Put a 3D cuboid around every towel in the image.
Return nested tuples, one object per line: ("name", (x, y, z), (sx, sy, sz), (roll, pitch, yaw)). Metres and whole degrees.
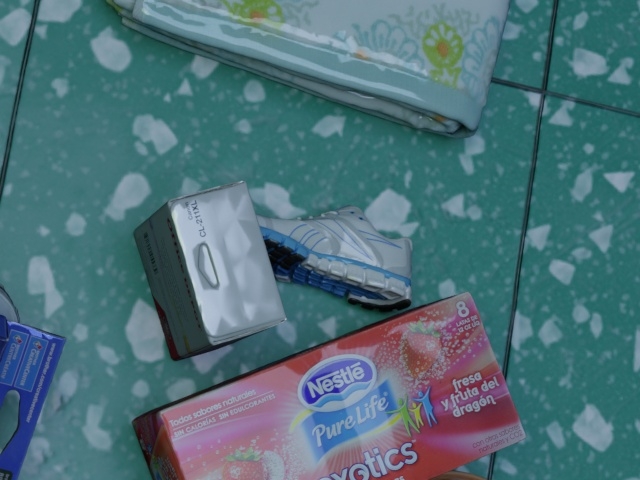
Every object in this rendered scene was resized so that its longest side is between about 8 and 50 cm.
("towel", (0.012, -0.297, 1.658), (0.374, 0.090, 0.320), (18, 78, -13))

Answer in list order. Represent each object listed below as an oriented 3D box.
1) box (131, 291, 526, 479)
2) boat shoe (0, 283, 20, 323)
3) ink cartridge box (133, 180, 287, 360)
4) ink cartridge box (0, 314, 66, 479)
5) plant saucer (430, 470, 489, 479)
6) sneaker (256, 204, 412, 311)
("box", (0.004, 0.165, 1.555), (0.300, 0.154, 0.142), (-20, 88, -17))
("boat shoe", (-0.433, 0.026, 1.455), (0.367, 0.156, 0.136), (9, 103, -17))
("ink cartridge box", (-0.098, 0.030, 1.531), (0.072, 0.175, 0.127), (-15, 87, -17))
("ink cartridge box", (-0.371, 0.122, 1.381), (0.311, 0.065, 0.186), (17, 103, -19))
("plant saucer", (0.109, 0.309, 1.615), (0.200, 0.037, 0.200), (1, 88, -18))
("sneaker", (0.000, 0.000, 1.630), (0.191, 0.071, 0.083), (20, 64, -16))
